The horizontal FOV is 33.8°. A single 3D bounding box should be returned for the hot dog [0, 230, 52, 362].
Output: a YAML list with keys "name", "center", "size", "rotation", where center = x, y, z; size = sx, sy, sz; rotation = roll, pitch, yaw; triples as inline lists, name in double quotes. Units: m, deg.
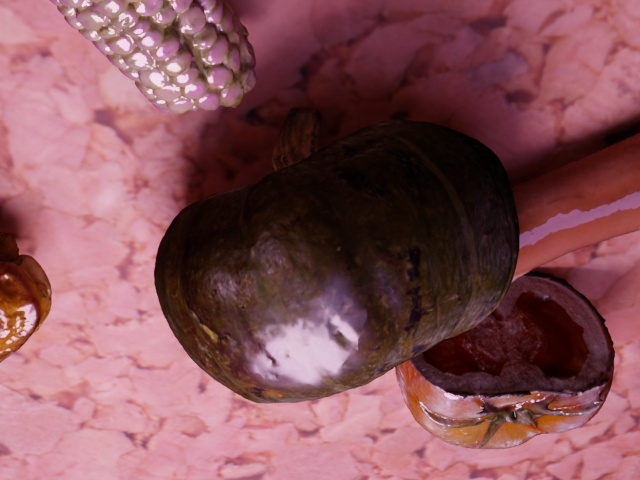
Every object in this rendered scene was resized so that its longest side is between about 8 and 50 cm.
- name: "hot dog"
  center: [-0.396, 0.090, 0.970]
  size: [0.349, 0.117, 0.158]
  rotation: [-37, 121, 24]

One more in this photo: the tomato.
- name: "tomato"
  center: [0.175, 0.138, 1.067]
  size: [0.214, 0.181, 0.155]
  rotation: [2, 137, -6]

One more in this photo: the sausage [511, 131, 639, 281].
- name: "sausage"
  center: [0.186, -0.016, 0.985]
  size: [0.419, 0.094, 0.094]
  rotation: [-20, 147, 8]

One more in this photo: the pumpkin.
- name: "pumpkin"
  center: [0.000, 0.000, 0.862]
  size: [0.325, 0.242, 0.232]
  rotation: [-25, 174, 8]

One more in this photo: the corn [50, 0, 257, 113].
- name: "corn"
  center: [-0.161, -0.221, 0.739]
  size: [0.126, 0.127, 0.335]
  rotation: [-29, 134, 15]
